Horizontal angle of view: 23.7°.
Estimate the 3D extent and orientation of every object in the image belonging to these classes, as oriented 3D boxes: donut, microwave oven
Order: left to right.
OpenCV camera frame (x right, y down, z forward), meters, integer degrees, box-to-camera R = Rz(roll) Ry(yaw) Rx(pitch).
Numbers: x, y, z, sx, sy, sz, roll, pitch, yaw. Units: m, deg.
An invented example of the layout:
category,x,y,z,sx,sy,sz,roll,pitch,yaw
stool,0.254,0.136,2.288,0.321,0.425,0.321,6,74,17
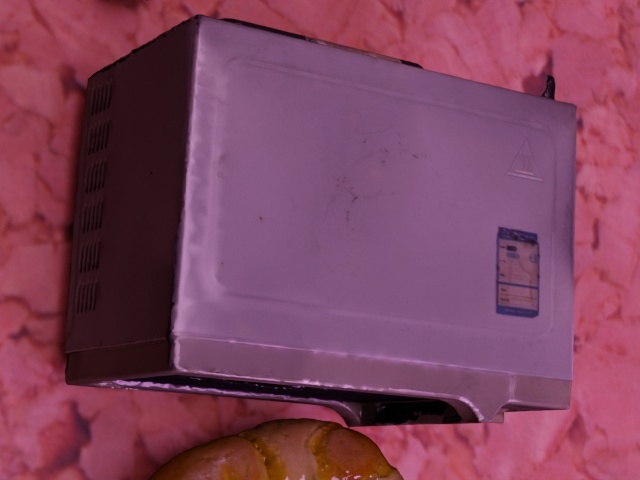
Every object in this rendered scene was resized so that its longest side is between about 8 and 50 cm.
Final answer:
category,x,y,z,sx,sy,sz,roll,pitch,yaw
donut,-0.036,0.249,1.164,0.261,0.128,0.208,-17,55,-33
microwave oven,0.000,0.000,1.204,0.355,0.218,0.286,8,78,-31
